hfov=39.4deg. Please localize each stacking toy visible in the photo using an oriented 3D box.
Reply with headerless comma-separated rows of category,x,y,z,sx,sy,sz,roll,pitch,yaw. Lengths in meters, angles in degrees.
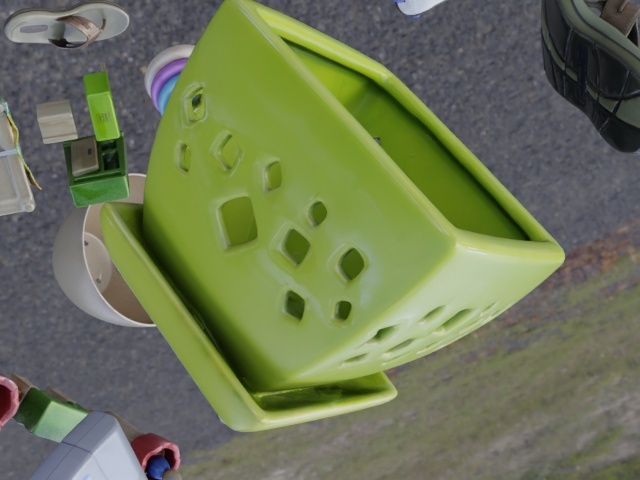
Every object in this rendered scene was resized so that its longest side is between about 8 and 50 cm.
stacking toy,-0.208,-0.199,1.592,0.141,0.330,0.141,-17,143,-13

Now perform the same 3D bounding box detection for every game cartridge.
game cartridge,-0.310,0.360,1.049,0.062,0.297,0.198,17,142,17

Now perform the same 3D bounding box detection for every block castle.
block castle,-0.427,0.365,1.291,0.303,0.213,0.453,-60,144,-9

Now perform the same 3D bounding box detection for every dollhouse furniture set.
dollhouse furniture set,-0.454,-0.154,1.344,0.302,0.151,0.197,-12,128,-10

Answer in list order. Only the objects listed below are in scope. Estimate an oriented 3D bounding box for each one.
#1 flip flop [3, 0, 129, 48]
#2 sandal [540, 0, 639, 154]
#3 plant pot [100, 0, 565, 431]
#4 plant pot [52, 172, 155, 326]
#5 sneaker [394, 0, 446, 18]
flip flop,-0.553,-0.465,1.976,0.277,0.080,0.112,-13,151,-35
sandal,0.294,-0.190,0.909,0.086,0.302,0.120,-13,134,-4
plant pot,0.000,0.000,0.629,0.207,0.228,0.227,-48,156,18
plant pot,-0.391,0.033,1.683,0.191,0.284,0.284,-14,161,36
sneaker,0.104,-0.390,1.167,0.316,0.127,0.182,14,129,-11
